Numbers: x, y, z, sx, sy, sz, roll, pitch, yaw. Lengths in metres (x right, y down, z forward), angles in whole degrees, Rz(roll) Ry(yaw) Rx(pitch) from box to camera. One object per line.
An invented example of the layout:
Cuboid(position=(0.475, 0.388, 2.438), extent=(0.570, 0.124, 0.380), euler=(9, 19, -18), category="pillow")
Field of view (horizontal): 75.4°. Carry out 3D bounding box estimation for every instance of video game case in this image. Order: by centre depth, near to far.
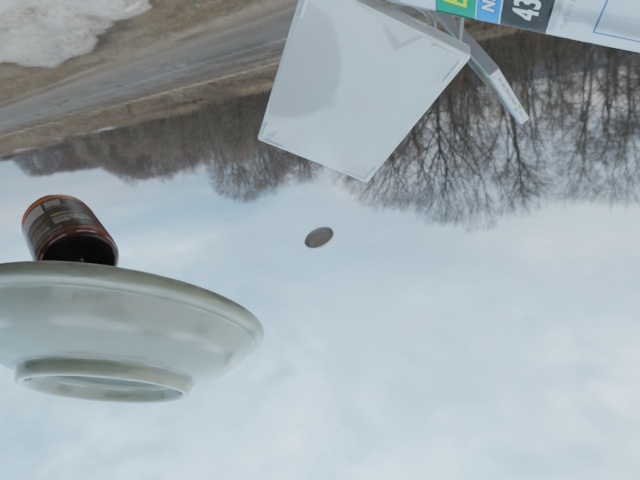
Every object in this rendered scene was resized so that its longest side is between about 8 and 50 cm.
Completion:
Cuboid(position=(0.315, -0.341, 0.812), extent=(0.023, 0.212, 0.193), euler=(-39, 145, 26), category="video game case")

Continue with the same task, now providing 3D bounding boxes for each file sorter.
Cuboid(position=(0.049, -0.251, 0.588), extent=(0.193, 0.173, 0.277), euler=(19, 153, -11), category="file sorter")

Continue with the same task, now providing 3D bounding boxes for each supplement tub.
Cuboid(position=(-0.393, -0.007, 0.641), extent=(0.106, 0.106, 0.198), euler=(-20, -144, -34), category="supplement tub")

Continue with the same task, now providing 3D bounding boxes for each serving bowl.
Cuboid(position=(0.000, 0.000, 1.107), extent=(0.083, 0.027, 0.083), euler=(-17, -142, 14), category="serving bowl")

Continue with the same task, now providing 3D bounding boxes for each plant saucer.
Cuboid(position=(-0.283, 0.158, 0.573), extent=(0.401, 0.400, 0.100), euler=(-5, -121, 11), category="plant saucer")

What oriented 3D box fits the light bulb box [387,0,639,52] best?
Cuboid(position=(0.272, -0.355, 0.295), extent=(0.361, 0.357, 0.225), euler=(25, 168, 22), category="light bulb box")
